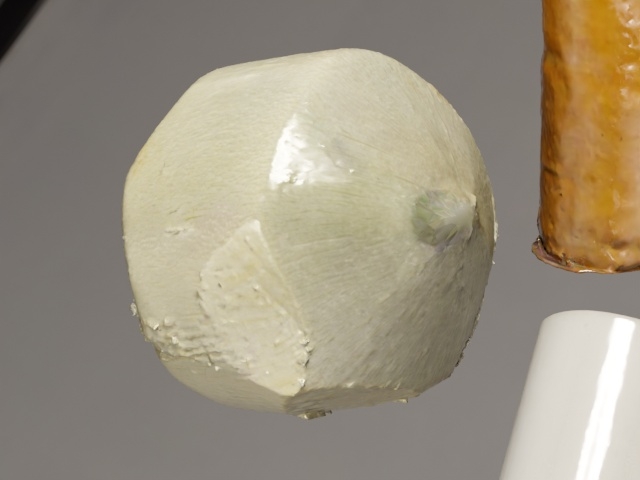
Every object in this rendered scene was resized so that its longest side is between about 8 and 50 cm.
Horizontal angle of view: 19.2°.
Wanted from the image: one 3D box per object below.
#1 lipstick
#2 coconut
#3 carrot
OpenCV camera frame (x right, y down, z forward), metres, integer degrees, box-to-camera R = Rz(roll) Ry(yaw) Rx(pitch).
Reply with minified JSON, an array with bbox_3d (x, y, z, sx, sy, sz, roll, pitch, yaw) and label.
[{"bbox_3d":[0.108,0.198,0.906,0.087,0.327,0.087,15,-21,6],"label":"lipstick"},{"bbox_3d":[0.000,0.000,1.263,0.245,0.245,0.247,40,-24,-33],"label":"coconut"},{"bbox_3d":[0.251,-0.111,1.423,0.196,0.254,0.196,0,14,0],"label":"carrot"}]
